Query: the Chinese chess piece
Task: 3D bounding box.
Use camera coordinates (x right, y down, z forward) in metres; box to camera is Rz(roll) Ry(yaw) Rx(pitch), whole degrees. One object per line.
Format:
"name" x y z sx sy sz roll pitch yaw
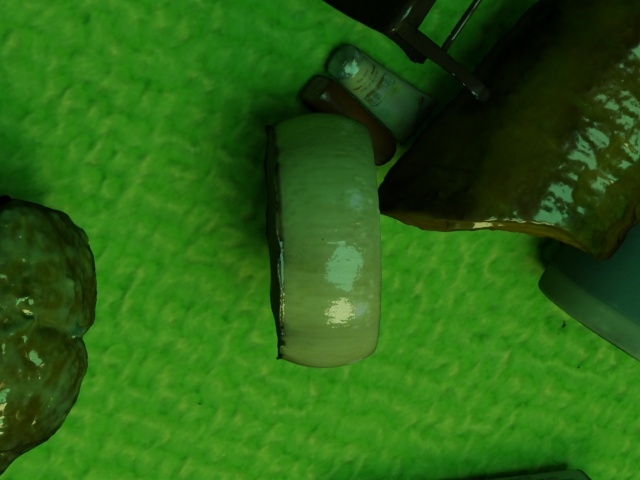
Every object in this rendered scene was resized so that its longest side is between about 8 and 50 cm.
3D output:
"Chinese chess piece" 0.000 0.000 1.860 0.104 0.257 0.257 -2 116 -3

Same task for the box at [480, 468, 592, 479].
"box" 0.155 0.385 2.212 0.369 0.112 0.190 -2 114 -23

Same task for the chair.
"chair" 0.077 -0.299 1.814 0.319 0.160 0.186 34 94 -36

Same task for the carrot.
"carrot" 0.243 -0.096 1.940 0.241 0.241 0.341 37 92 -34

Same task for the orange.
"orange" -0.349 0.129 1.740 0.368 0.271 0.210 -40 81 -1

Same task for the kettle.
"kettle" 0.448 -0.023 2.102 0.342 0.247 0.319 -58 161 7

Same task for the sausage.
"sausage" 0.033 -0.124 1.944 0.131 0.041 0.039 39 77 -35

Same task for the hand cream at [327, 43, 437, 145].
"hand cream" 0.063 -0.156 1.949 0.143 0.039 0.061 34 94 -39
